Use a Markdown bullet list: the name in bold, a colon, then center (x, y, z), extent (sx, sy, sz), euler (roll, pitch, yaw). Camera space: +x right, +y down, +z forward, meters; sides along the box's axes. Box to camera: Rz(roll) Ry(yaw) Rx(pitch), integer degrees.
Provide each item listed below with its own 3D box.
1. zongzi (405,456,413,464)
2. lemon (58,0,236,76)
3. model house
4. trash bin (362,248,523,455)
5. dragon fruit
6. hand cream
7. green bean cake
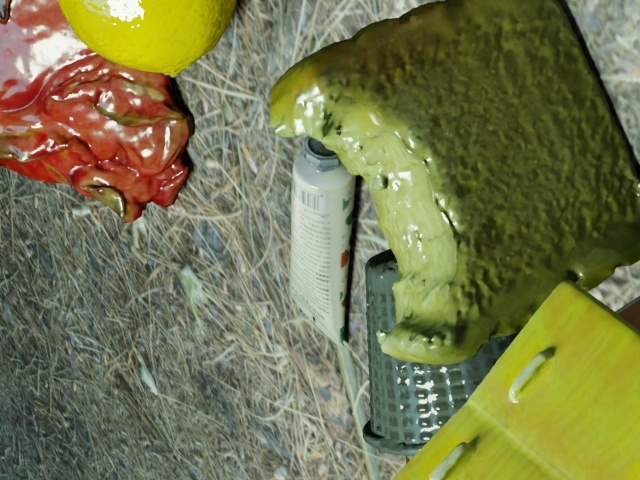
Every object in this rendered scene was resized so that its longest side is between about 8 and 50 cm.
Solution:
- **zongzi**: center (0.147, 0.186, 1.227), extent (0.187, 0.084, 0.184), euler (5, 107, 49)
- **lemon**: center (-0.166, -0.253, 1.278), extent (0.178, 0.178, 0.203), euler (20, 131, 51)
- **model house**: center (0.223, 0.195, 0.849), extent (0.300, 0.323, 0.340), euler (40, 143, 37)
- **trash bin**: center (0.107, 0.080, 1.130), extent (0.175, 0.175, 0.161), euler (-2, 100, 59)
- **dragon fruit**: center (-0.305, -0.177, 1.510), extent (0.329, 0.228, 0.286), euler (57, 148, 17)
- **hand cream**: center (0.000, 0.000, 1.337), extent (0.095, 0.059, 0.276), euler (44, 150, 29)
- **green bean cake**: center (0.095, -0.049, 0.964), extent (0.236, 0.233, 0.124), euler (66, 157, -2)
